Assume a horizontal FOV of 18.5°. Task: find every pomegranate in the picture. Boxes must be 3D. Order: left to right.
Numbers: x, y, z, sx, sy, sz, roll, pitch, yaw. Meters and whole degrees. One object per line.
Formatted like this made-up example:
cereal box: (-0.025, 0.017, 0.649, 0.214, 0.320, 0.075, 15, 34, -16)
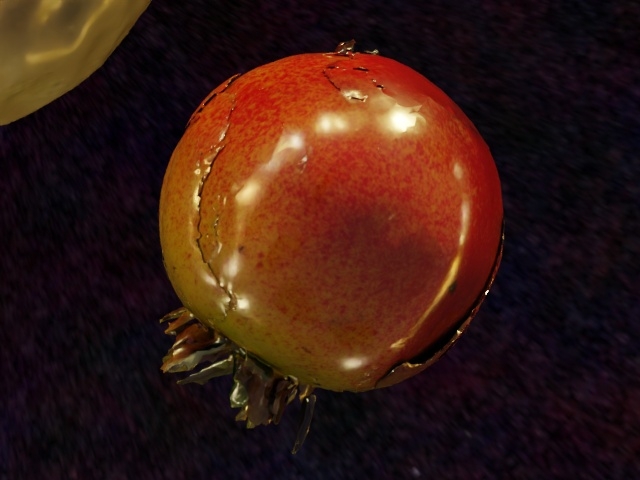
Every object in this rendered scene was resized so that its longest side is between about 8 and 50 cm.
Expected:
pomegranate: (0.000, 0.000, 1.170, 0.210, 0.210, 0.235, 35, 83, -17)

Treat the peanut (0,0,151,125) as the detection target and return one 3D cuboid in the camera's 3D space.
peanut: (-0.088, -0.179, 0.532, 0.147, 0.147, 0.319, 9, 112, -14)
